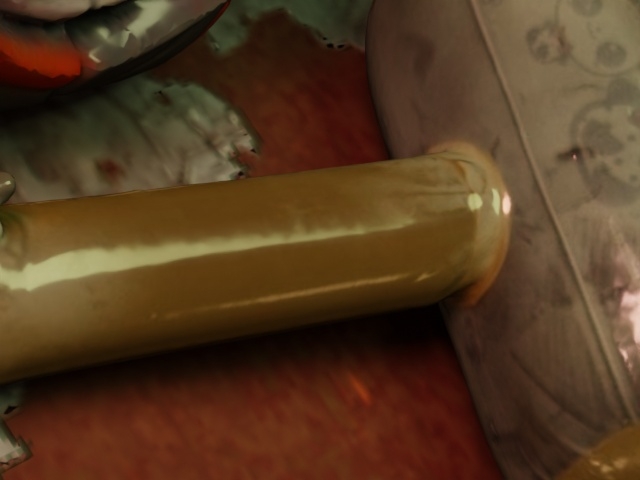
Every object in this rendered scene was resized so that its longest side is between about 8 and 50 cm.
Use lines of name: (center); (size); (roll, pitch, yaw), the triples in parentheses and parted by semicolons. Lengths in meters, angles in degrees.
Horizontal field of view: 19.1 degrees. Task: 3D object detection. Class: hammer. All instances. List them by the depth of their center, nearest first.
hammer: (0.000, 0.000, 0.537); (0.306, 0.113, 0.201); (-5, 62, -30)

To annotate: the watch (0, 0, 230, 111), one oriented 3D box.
watch: (-0.088, -0.203, 0.526); (0.274, 0.241, 0.305); (43, 37, 14)
